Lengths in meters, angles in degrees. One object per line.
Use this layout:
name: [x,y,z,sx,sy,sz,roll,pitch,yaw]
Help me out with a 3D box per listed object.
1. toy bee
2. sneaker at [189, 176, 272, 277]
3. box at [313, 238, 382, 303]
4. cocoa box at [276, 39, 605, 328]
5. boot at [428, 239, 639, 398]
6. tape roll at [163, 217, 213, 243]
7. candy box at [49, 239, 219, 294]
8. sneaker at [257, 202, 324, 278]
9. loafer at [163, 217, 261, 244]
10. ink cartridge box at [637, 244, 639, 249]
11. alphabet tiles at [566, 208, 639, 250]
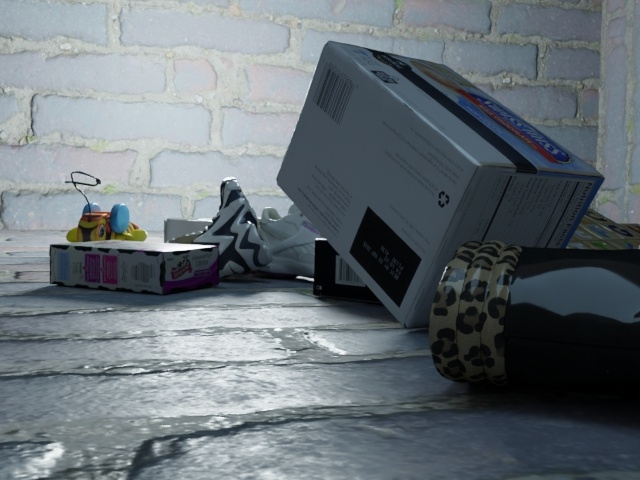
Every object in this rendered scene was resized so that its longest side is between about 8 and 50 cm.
toy bee: [-0.532,-0.019,1.958,0.195,0.162,0.298,-6,-26,33]
sneaker: [-0.191,-0.013,1.527,0.153,0.235,0.094,-26,-39,1]
box: [0.097,0.044,1.281,0.156,0.093,0.158,4,3,42]
cocoa box: [0.142,-0.079,1.096,0.228,0.231,0.347,0,33,-36]
boot: [0.272,0.061,0.721,0.284,0.138,0.377,2,9,22]
tape roll: [-0.212,0.001,1.887,0.286,0.100,0.286,1,4,0]
candy box: [-0.307,0.040,1.370,0.234,0.071,0.159,2,4,26]
sneaker: [0.000,0.000,1.509,0.305,0.152,0.114,5,2,32]
loafer: [-0.205,0.022,1.626,0.269,0.092,0.102,-15,-1,-4]
ink cartridge box: [0.534,0.048,1.123,0.181,0.061,0.104,11,24,-11]
alphabet tiles: [0.484,0.027,1.240,0.285,0.011,0.342,-1,28,-36]
